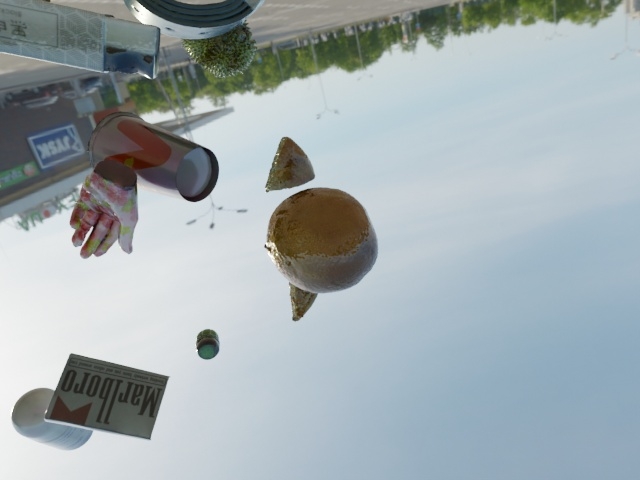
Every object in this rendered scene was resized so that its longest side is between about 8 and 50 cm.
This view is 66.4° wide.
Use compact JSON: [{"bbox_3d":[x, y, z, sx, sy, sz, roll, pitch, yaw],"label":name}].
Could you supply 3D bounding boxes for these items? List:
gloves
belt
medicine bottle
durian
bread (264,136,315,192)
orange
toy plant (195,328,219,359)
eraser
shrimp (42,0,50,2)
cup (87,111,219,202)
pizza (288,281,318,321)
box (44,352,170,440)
[{"bbox_3d":[-0.490,-0.060,1.127,0.145,0.241,0.126,14,-136,-25],"label":"gloves"},{"bbox_3d":[-0.381,-0.783,1.486,0.437,0.299,0.173,-12,-166,-19],"label":"belt"},{"bbox_3d":[-0.733,0.494,1.347,0.131,0.340,0.130,4,-118,-7],"label":"medicine bottle"},{"bbox_3d":[-0.380,-0.757,1.884,0.292,0.290,0.224,-16,161,-7],"label":"durian"},{"bbox_3d":[-0.067,-0.183,1.289,0.136,0.154,0.054,10,-157,-41],"label":"bread"},{"bbox_3d":[0.000,0.000,1.142,0.265,0.263,0.264,-11,-158,4],"label":"orange"},{"bbox_3d":[-0.443,0.400,1.916,0.093,0.092,0.162,-16,-162,-8],"label":"toy plant"},{"bbox_3d":[-0.490,-0.361,0.839,0.405,0.098,0.096,6,-159,-14],"label":"eraser"},{"bbox_3d":[-0.797,-0.652,1.263,0.042,0.101,0.190,-2,178,39],"label":"shrimp"},{"bbox_3d":[-0.401,-0.195,1.205,0.289,0.202,0.203,20,-144,29],"label":"cup"},{"bbox_3d":[-0.041,0.131,1.353,0.041,0.130,0.178,20,-114,35],"label":"pizza"},{"bbox_3d":[-0.368,0.276,0.860,0.178,0.115,0.036,19,151,-17],"label":"box"}]
